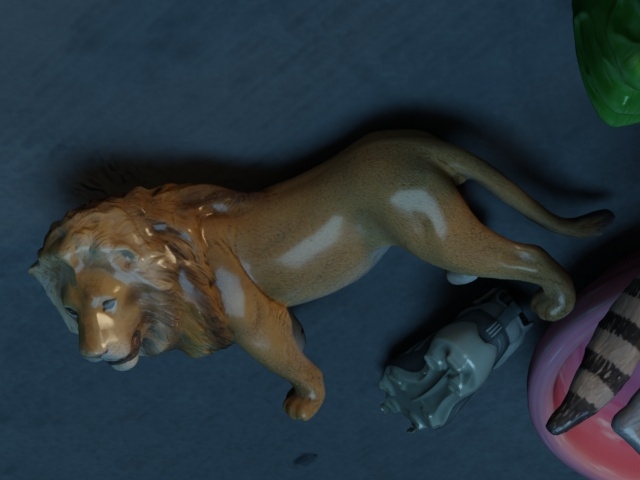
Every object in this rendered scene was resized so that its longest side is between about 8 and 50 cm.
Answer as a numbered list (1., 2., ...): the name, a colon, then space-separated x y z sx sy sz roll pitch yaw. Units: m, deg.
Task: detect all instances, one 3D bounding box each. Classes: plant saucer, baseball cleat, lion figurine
1. plant saucer: 0.332 0.096 1.423 0.332 0.084 0.332 2 141 1
2. baseball cleat: 0.117 0.098 1.441 0.072 0.109 0.206 53 159 1
3. lion figurine: 0.000 0.000 1.303 0.392 0.142 0.240 -28 126 12

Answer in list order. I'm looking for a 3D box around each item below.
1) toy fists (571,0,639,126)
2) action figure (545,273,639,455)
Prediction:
1. toy fists: 0.245 -0.177 1.049 0.096 0.142 0.279 20 138 -19
2. action figure: 0.265 -0.019 1.117 0.178 0.330 0.341 12 173 9
